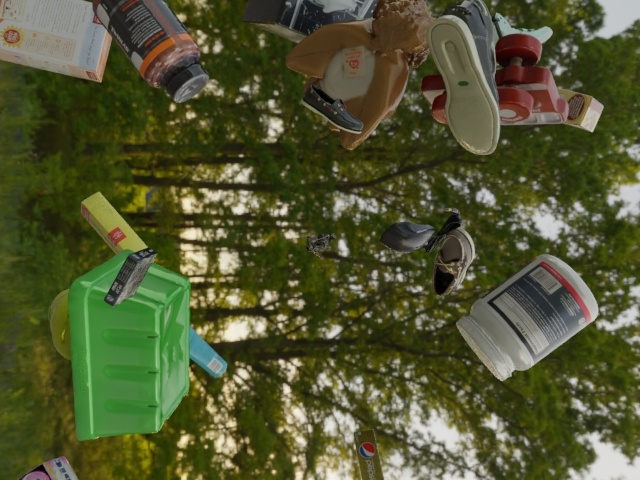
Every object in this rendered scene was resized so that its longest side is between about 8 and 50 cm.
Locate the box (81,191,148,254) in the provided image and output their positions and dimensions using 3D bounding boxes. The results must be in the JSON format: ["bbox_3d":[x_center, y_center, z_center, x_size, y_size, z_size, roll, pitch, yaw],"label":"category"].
[{"bbox_3d":[-0.540,-0.015,1.507,0.232,0.058,0.087,50,-30,-1],"label":"box"}]

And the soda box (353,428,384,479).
[{"bbox_3d":[0.139,0.632,1.594,0.058,0.061,0.181,84,-3,-47],"label":"soda box"}]

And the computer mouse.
[{"bbox_3d":[0.300,-0.024,1.598,0.184,0.262,0.060,-49,-126,30],"label":"computer mouse"}]

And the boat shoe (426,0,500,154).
[{"bbox_3d":[0.216,-0.219,0.786,0.084,0.079,0.233,16,-34,39],"label":"boat shoe"}]

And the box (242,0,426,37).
[{"bbox_3d":[0.076,-0.829,1.760,0.297,0.480,0.471,38,-66,54],"label":"box"}]

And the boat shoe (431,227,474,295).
[{"bbox_3d":[0.448,0.079,1.953,0.117,0.097,0.324,37,-26,25],"label":"boat shoe"}]

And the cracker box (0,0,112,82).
[{"bbox_3d":[-0.586,-0.455,1.240,0.067,0.232,0.155,141,-40,-76],"label":"cracker box"}]

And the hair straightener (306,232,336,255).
[{"bbox_3d":[0.000,0.000,1.681,0.047,0.089,0.230,49,3,14],"label":"hair straightener"}]

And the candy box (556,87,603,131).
[{"bbox_3d":[0.642,-0.410,1.659,0.316,0.183,0.087,28,-71,31],"label":"candy box"}]

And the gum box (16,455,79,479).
[{"bbox_3d":[-0.463,0.494,1.023,0.188,0.062,0.107,54,-12,9],"label":"gum box"}]

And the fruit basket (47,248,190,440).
[{"bbox_3d":[-0.478,0.209,1.237,0.283,0.392,0.391,-58,152,-69],"label":"fruit basket"}]

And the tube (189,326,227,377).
[{"bbox_3d":[-0.337,0.293,1.533,0.207,0.052,0.080,52,40,-30],"label":"tube"}]

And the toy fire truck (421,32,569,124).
[{"bbox_3d":[0.405,-0.334,1.330,0.302,0.254,0.169,4,-105,34],"label":"toy fire truck"}]

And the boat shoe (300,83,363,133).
[{"bbox_3d":[0.027,-0.251,1.086,0.042,0.133,0.049,-57,180,30],"label":"boat shoe"}]

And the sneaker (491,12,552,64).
[{"bbox_3d":[0.616,-0.665,1.781,0.151,0.256,0.094,64,-21,-7],"label":"sneaker"}]

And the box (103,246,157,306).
[{"bbox_3d":[-0.283,0.054,0.844,0.083,0.018,0.067,-58,178,13],"label":"box"}]

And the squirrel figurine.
[{"bbox_3d":[0.151,-0.450,1.474,0.281,0.397,0.370,49,16,5],"label":"squirrel figurine"}]

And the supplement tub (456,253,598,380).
[{"bbox_3d":[0.477,0.179,1.317,0.191,0.272,0.191,54,0,0],"label":"supplement tub"}]

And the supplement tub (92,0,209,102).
[{"bbox_3d":[-0.265,-0.320,0.904,0.198,0.106,0.106,53,-21,1],"label":"supplement tub"}]
